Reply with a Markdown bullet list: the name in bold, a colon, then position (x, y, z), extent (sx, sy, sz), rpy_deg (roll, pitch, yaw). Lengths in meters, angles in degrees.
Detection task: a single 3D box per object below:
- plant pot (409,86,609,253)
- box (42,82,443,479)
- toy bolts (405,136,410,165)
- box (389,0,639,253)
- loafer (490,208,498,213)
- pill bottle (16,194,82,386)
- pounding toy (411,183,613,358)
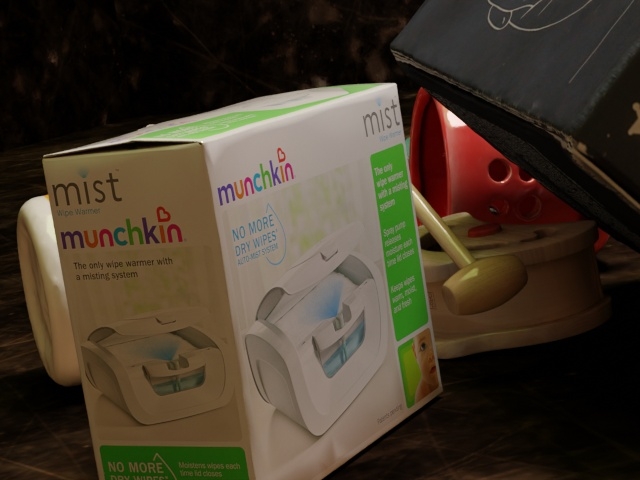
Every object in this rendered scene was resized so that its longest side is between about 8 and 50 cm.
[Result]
- **plant pot**: position (0.183, -0.059, 1.536), extent (0.174, 0.191, 0.191), rpy_deg (-1, 8, -10)
- **box**: position (-0.042, 0.028, 1.051), extent (0.127, 0.231, 0.262), rpy_deg (-3, 10, 29)
- **toy bolts**: position (0.200, -0.080, 1.937), extent (0.229, 0.158, 0.218), rpy_deg (-3, 45, -41)
- **box**: position (0.345, -0.211, 1.160), extent (0.480, 0.297, 0.472), rpy_deg (-52, 15, 4)
- **loafer**: position (0.216, -0.044, 1.693), extent (0.268, 0.096, 0.084), rpy_deg (-12, 16, -32)
- **pill bottle**: position (-0.105, 0.019, 1.357), extent (0.279, 0.162, 0.162), rpy_deg (-11, 10, -17)
- **pounding toy**: position (0.137, 0.001, 1.289), extent (0.154, 0.154, 0.269), rpy_deg (-14, 10, -10)
